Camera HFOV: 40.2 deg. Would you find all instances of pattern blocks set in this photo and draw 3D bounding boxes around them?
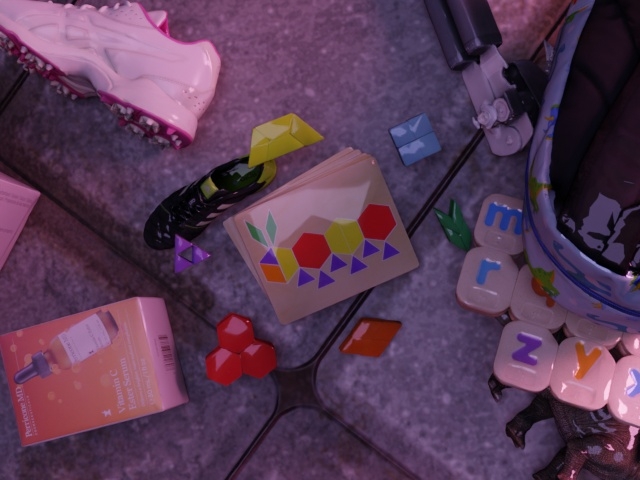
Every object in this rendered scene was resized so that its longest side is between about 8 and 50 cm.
[{"bbox_3d":[0.000,0.000,0.966,0.325,0.026,0.285,-15,98,-2],"label":"pattern blocks set"}]

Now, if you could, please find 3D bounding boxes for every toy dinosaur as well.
[{"bbox_3d":[0.276,0.170,0.914,0.160,0.121,0.313,-30,65,-10],"label":"toy dinosaur"}]

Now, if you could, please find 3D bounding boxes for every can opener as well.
[{"bbox_3d":[0.179,-0.225,0.976,0.093,0.074,0.280,-20,83,-28],"label":"can opener"}]

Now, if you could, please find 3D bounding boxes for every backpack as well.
[{"bbox_3d":[0.329,-0.086,0.822,0.290,0.273,0.355,21,59,5],"label":"backpack"}]

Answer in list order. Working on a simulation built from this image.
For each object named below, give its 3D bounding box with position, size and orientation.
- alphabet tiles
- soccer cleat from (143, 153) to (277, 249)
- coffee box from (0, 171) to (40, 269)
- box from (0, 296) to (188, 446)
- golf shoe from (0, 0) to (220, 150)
[{"bbox_3d":[0.291,0.047,0.903,0.284,0.021,0.277,17,63,10],"label":"alphabet tiles"},{"bbox_3d":[-0.132,-0.049,0.998,0.179,0.072,0.060,-32,82,5],"label":"soccer cleat"},{"bbox_3d":[-0.579,0.001,0.920,0.335,0.337,0.338,27,88,9],"label":"coffee box"},{"bbox_3d":[-0.255,0.147,0.993,0.171,0.091,0.130,-16,83,7],"label":"box"},{"bbox_3d":[-0.256,-0.227,1.024,0.306,0.115,0.140,30,80,3],"label":"golf shoe"}]
